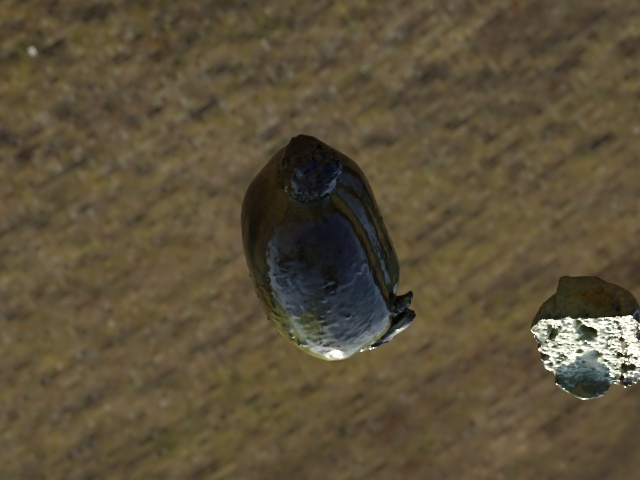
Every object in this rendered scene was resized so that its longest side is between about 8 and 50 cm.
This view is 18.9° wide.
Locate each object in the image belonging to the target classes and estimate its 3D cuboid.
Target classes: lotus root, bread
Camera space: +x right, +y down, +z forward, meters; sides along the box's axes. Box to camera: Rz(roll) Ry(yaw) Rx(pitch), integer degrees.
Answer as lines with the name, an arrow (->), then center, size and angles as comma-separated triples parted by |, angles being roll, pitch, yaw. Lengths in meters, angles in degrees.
lotus root -> 0.000, 0.000, 2.000 | 0.173, 0.173, 0.309 | -29, 138, -8
bread -> 0.316, 0.107, 2.243 | 0.128, 0.088, 0.232 | -8, 152, 10
